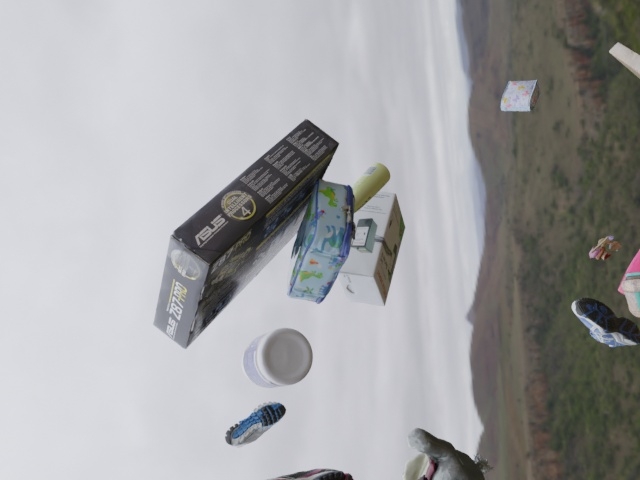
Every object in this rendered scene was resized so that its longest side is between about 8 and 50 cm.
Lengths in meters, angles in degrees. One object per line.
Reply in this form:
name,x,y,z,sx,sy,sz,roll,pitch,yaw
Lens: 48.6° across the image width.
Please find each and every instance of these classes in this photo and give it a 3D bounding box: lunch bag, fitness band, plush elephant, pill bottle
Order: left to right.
pill bottle,-0.130,0.331,1.962,0.264,0.153,0.153,145,124,-66
lunch bag,0.000,0.000,1.369,0.219,0.090,0.176,113,166,-45
plush elephant,0.337,0.730,2.080,0.330,0.255,0.272,18,-149,-49
lunch bag,0.456,-0.323,1.619,0.083,0.071,0.053,-61,-40,-33
fitness band,0.849,0.039,1.851,0.291,0.054,0.209,-23,-41,-57

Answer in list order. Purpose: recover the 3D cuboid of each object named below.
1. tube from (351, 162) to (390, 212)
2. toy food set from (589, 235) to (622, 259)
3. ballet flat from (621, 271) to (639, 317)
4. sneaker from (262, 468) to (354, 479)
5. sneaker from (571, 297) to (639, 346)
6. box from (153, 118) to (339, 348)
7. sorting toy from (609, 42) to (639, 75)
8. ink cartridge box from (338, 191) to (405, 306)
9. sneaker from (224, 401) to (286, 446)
tube,0.083,-0.098,1.687,0.240,0.062,0.070,-47,-32,-38
toy food set,0.723,0.020,1.813,0.122,0.078,0.019,25,-156,-52
ballet flat,0.720,0.109,1.468,0.316,0.107,0.106,-4,-98,-38
sneaker,-0.064,0.642,1.777,0.112,0.299,0.121,167,103,-64
sneaker,0.687,0.211,1.738,0.211,0.081,0.080,31,-129,-19
box,-0.144,-0.011,1.356,0.395,0.097,0.318,-47,-8,-36
sorting toy,0.670,-0.260,1.240,0.257,0.089,0.255,32,-157,-17
ink cartridge box,0.157,0.026,2.144,0.211,0.121,0.289,64,-141,-57
sneaker,-0.181,0.533,2.042,0.071,0.190,0.083,57,174,34
